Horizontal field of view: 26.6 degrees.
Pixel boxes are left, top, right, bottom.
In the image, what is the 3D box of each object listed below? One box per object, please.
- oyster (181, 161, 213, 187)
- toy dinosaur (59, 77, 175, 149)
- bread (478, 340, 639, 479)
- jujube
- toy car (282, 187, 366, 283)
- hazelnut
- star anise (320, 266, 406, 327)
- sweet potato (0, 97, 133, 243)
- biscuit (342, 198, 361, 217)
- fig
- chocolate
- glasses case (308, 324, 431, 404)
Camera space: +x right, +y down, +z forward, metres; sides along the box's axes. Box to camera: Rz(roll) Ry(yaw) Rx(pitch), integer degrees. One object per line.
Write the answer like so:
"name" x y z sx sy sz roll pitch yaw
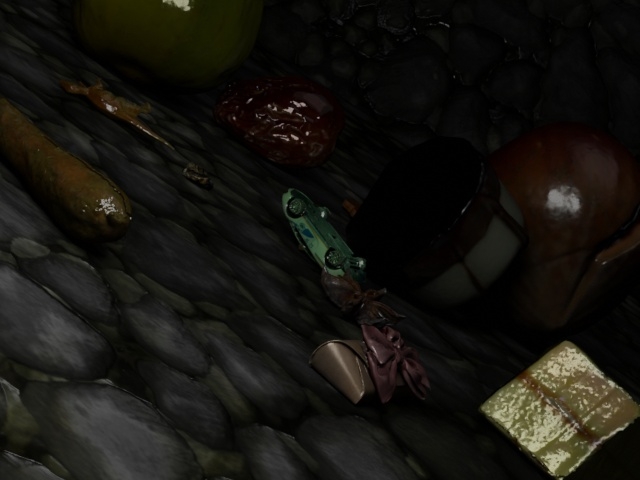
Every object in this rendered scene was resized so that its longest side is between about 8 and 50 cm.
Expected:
"oyster" -0.179 -0.097 2.018 0.054 0.019 0.083 33 12 -6
"toy dinosaur" -0.305 -0.191 2.030 0.162 0.039 0.126 46 26 27
"bread" 0.345 0.292 1.862 0.167 0.163 0.264 43 -16 40
"jujube" -0.075 -0.221 2.458 0.236 0.168 0.168 17 13 0
"toy car" 0.000 0.000 2.028 0.186 0.058 0.093 53 19 24
"hazelnut" 0.422 -0.006 2.377 0.359 0.359 0.409 36 -26 7
"star anise" 0.051 0.083 1.876 0.141 0.042 0.141 32 16 -10
"sweet potato" -0.299 -0.077 1.518 0.273 0.075 0.075 40 13 35
"biscuit" 0.092 -0.031 2.473 0.102 0.019 0.130 25 15 -40
"fig" -0.250 -0.427 2.334 0.343 0.343 0.343 33 12 -8
"chocolate" 0.201 -0.007 2.186 0.186 0.283 0.283 45 5 -32
"glasses case" 0.078 0.151 1.624 0.102 0.070 0.193 41 14 22
